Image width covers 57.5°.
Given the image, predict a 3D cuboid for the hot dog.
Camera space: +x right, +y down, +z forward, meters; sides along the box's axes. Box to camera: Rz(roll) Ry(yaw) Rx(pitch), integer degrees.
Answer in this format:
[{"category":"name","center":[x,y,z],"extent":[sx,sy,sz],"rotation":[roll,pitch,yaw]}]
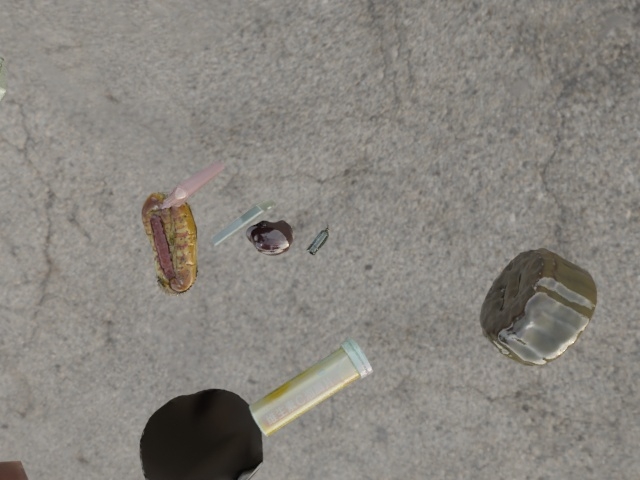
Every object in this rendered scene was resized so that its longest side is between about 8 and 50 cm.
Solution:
[{"category":"hot dog","center":[-0.353,0.007,1.390],"extent":[0.131,0.069,0.252],"rotation":[-9,92,15]}]

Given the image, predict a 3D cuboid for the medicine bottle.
[{"category":"medicine bottle","center":[-0.017,0.258,1.025],"extent":[0.218,0.074,0.074],"rotation":[-32,112,-7]}]

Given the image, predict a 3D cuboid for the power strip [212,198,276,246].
[{"category":"power strip","center":[-0.206,-0.042,1.504],"extent":[0.253,0.060,0.027],"rotation":[-31,91,39]}]

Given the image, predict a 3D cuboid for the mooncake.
[{"category":"mooncake","center":[0.527,0.162,1.458],"extent":[0.161,0.290,0.290],"rotation":[31,125,-8]}]

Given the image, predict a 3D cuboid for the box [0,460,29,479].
[{"category":"box","center":[-0.608,0.677,1.084],"extent":[0.344,0.122,0.385],"rotation":[22,103,50]}]

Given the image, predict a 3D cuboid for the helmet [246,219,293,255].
[{"category":"helmet","center":[-0.129,0.001,1.524],"extent":[0.123,0.070,0.098],"rotation":[-9,139,-7]}]

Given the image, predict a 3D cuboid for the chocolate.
[{"category":"chocolate","center":[-0.270,0.500,1.348],"extent":[0.284,0.283,0.186],"rotation":[15,139,8]}]

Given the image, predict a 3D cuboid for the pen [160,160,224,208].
[{"category":"pen","center":[-0.259,-0.108,1.171],"extent":[0.032,0.197,0.053],"rotation":[47,126,-7]}]

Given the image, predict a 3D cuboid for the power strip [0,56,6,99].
[{"category":"power strip","center":[-0.653,-0.188,1.037],"extent":[0.367,0.106,0.043],"rotation":[-42,141,23]}]

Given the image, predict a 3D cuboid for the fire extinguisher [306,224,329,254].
[{"category":"fire extinguisher","center":[0.000,0.000,1.475],"extent":[0.025,0.083,0.038],"rotation":[26,162,32]}]
